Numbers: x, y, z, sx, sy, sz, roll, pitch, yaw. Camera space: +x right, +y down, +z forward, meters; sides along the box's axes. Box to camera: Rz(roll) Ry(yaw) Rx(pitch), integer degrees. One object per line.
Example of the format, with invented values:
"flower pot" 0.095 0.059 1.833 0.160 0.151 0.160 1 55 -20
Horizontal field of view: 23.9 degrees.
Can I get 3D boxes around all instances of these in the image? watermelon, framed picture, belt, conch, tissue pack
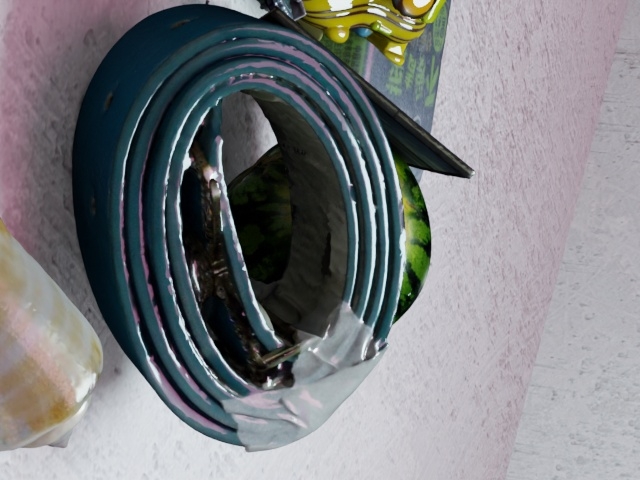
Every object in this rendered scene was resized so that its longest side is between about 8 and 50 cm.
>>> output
"watermelon" 0.003 -0.001 1.763 0.269 0.269 0.269 7 90 -68
"framed picture" 0.032 -0.160 1.666 0.016 0.265 0.347 -51 -170 -1
"belt" -0.078 -0.013 1.502 0.300 0.173 0.436 -17 115 -19
"conch" -0.260 0.084 1.328 0.158 0.127 0.255 -61 149 -42
"tissue pack" 0.079 -0.285 2.057 0.288 0.124 0.394 12 86 -66

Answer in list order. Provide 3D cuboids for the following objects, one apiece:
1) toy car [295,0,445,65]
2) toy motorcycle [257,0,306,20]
"toy car" 0.024 -0.304 1.812 0.248 0.200 0.142 20 108 -30
"toy motorcycle" -0.074 -0.333 1.674 0.213 0.082 0.122 67 19 4
